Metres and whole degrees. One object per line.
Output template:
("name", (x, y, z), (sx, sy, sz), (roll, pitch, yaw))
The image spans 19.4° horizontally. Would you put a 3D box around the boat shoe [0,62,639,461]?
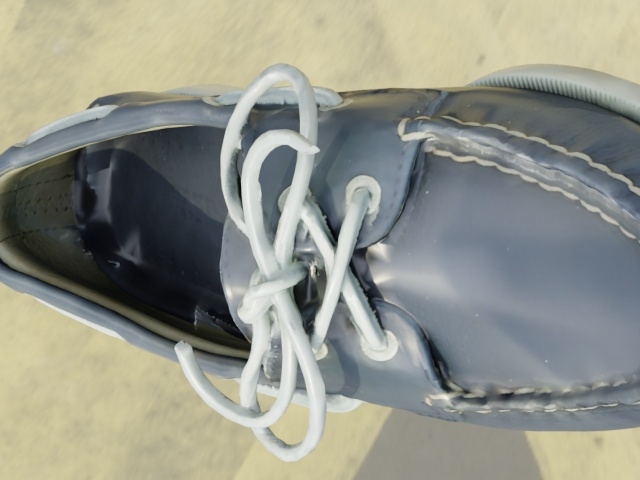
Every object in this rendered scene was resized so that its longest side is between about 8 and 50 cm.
("boat shoe", (0.000, 0.000, 0.465), (0.254, 0.079, 0.095), (16, 114, 48))
